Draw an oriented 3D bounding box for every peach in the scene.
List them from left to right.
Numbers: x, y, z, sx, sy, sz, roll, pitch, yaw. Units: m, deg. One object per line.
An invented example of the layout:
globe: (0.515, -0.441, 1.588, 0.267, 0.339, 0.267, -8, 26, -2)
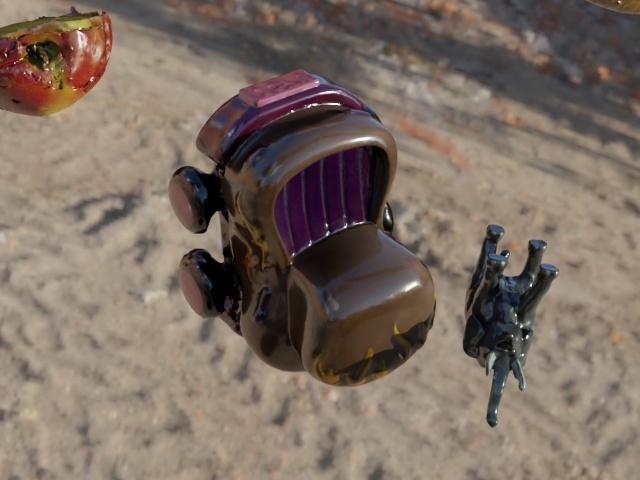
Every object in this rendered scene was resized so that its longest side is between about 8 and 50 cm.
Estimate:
peach: (-0.140, -0.089, 0.696, 0.077, 0.050, 0.083, -14, 18, -12)

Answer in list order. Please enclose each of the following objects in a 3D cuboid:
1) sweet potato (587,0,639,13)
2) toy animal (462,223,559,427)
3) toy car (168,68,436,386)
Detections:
sweet potato: (0.203, -0.281, 1.376, 0.346, 0.108, 0.079, 1, 29, -15)
toy animal: (0.207, 0.079, 1.534, 0.082, 0.137, 0.269, 13, 27, 0)
toy car: (0.000, 0.000, 1.549, 0.271, 0.340, 0.240, -24, 37, -25)
